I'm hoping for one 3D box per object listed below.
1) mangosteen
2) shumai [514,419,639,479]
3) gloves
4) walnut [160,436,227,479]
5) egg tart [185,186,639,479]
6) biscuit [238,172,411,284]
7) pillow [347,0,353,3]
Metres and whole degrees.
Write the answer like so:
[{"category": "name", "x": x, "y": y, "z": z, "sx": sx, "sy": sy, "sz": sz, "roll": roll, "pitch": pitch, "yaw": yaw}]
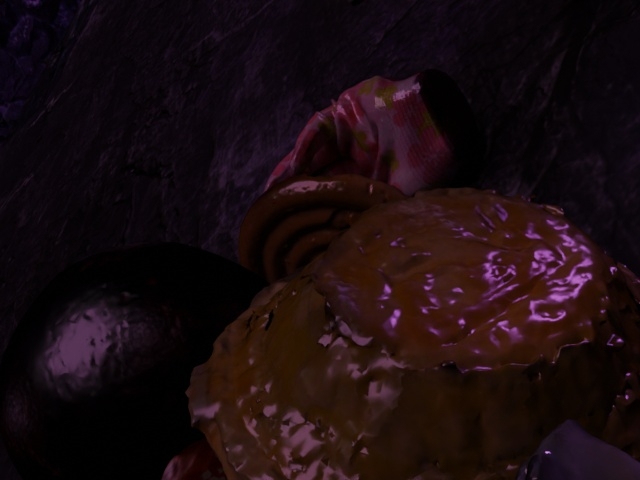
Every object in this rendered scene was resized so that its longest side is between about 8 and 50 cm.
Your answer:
[{"category": "mangosteen", "x": -0.153, "y": 0.160, "z": 0.945, "sx": 0.297, "sy": 0.297, "sz": 0.314, "roll": -11, "pitch": 66, "yaw": 53}, {"category": "shumai", "x": 0.195, "y": 0.207, "z": 0.349, "sx": 0.292, "sy": 0.288, "sz": 0.330, "roll": -48, "pitch": 29, "yaw": 16}, {"category": "gloves", "x": 0.038, "y": -0.072, "z": 1.036, "sx": 0.241, "sy": 0.145, "sz": 0.126, "roll": -25, "pitch": 33, "yaw": 39}, {"category": "walnut", "x": -0.038, "y": 0.276, "z": 0.697, "sx": 0.243, "sy": 0.221, "sz": 0.269, "roll": -19, "pitch": 48, "yaw": 29}, {"category": "egg tart", "x": 0.087, "y": 0.064, "z": 0.656, "sx": 0.341, "sy": 0.341, "sz": 0.132, "roll": -108, "pitch": 12, "yaw": -55}, {"category": "biscuit", "x": 0.000, "y": 0.001, "z": 1.008, "sx": 0.224, "sy": 0.144, "sz": 0.033, "roll": -26, "pitch": 28, "yaw": 33}, {"category": "pillow", "x": 0.064, "y": -0.426, "z": 1.429, "sx": 0.130, "sy": 0.038, "sz": 0.233, "roll": -43, "pitch": 34, "yaw": 31}]
